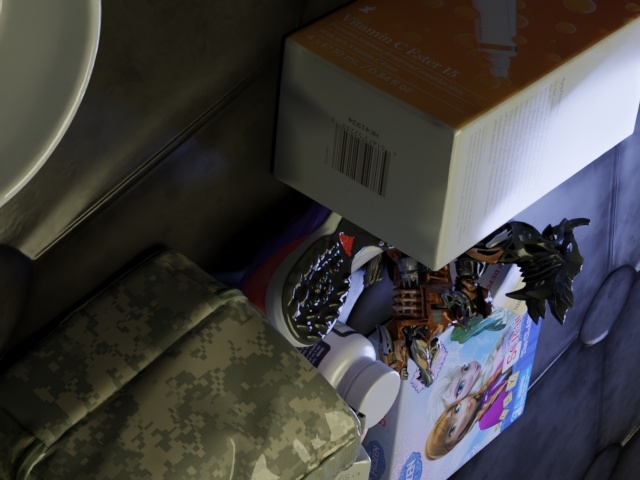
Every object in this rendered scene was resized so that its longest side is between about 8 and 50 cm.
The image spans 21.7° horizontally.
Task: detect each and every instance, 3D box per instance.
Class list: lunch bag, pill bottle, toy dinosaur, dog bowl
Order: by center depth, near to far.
[{"bbox_3d":[-0.281,-0.132,1.145,0.265,0.104,0.265,-37,144,-33],"label":"dog bowl"},{"bbox_3d":[-0.141,0.197,1.519,0.305,0.256,0.212,-38,145,-32],"label":"lunch bag"},{"bbox_3d":[-0.002,0.126,1.756,0.094,0.169,0.094,-37,145,-33],"label":"pill bottle"},{"bbox_3d":[0.170,0.008,1.841,0.164,0.218,0.322,-79,-172,-72],"label":"toy dinosaur"}]

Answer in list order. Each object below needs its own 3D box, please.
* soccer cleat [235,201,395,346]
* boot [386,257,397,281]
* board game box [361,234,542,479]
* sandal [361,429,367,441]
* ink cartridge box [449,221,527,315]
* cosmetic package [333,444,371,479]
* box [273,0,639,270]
[{"bbox_3d":[0.000,0.000,1.737,0.318,0.116,0.108,-52,125,-45],"label":"soccer cleat"},{"bbox_3d":[0.100,-0.015,1.913,0.121,0.045,0.099,-59,150,-4],"label":"boot"},{"bbox_3d":[0.172,0.180,2.187,0.318,0.066,0.318,-34,143,-37],"label":"board game box"},{"bbox_3d":[-0.010,0.261,1.970,0.265,0.076,0.102,-43,148,-27],"label":"sandal"},{"bbox_3d":[0.198,0.018,1.994,0.090,0.143,0.092,13,106,-60],"label":"ink cartridge box"},{"bbox_3d":[-0.054,0.268,1.792,0.151,0.151,0.183,-13,131,-24],"label":"cosmetic package"},{"bbox_3d":[0.149,-0.152,1.680,0.345,0.215,0.168,-33,142,-39],"label":"box"}]
